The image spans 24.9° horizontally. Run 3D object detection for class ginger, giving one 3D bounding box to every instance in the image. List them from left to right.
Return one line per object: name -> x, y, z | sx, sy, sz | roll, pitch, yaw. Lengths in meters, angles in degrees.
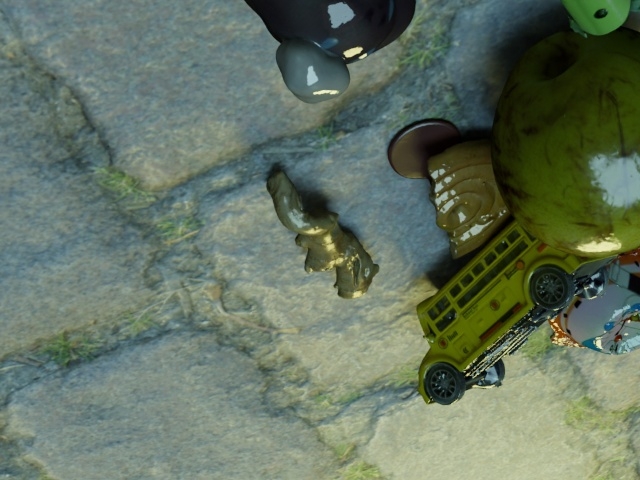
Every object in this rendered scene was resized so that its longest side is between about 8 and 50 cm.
ginger -> 0.000, 0.000, 1.916 | 0.089, 0.075, 0.288 | -23, 145, 15

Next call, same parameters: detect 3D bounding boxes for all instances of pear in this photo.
pear -> 0.332, -0.123, 1.744 | 0.283, 0.284, 0.284 | -10, 141, -9

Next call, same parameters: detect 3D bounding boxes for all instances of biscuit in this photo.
biscuit -> 0.213, -0.061, 1.925 | 0.144, 0.033, 0.224 | -27, 146, -6

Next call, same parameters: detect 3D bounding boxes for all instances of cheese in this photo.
cheese -> 0.451, 0.051, 2.091 | 0.217, 0.129, 0.329 | 12, 133, -33

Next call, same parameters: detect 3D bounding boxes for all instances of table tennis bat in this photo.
table tennis bat -> 0.143, -0.100, 1.884 | 0.098, 0.019, 0.155 | -22, 139, 4

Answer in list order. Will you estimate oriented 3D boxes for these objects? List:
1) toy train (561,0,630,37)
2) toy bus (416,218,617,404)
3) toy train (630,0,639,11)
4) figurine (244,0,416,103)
toy train -> 0.254, -0.321, 1.548 | 0.105, 0.157, 0.253 | -29, 142, 18
toy bus -> 0.251, 0.092, 2.036 | 0.330, 0.152, 0.144 | -46, 160, 29
toy train -> 0.536, -0.334, 1.644 | 0.397, 0.160, 0.253 | -3, 131, -22
figurine -> 0.075, -0.326, 1.444 | 0.365, 0.218, 0.206 | -36, 101, 19
